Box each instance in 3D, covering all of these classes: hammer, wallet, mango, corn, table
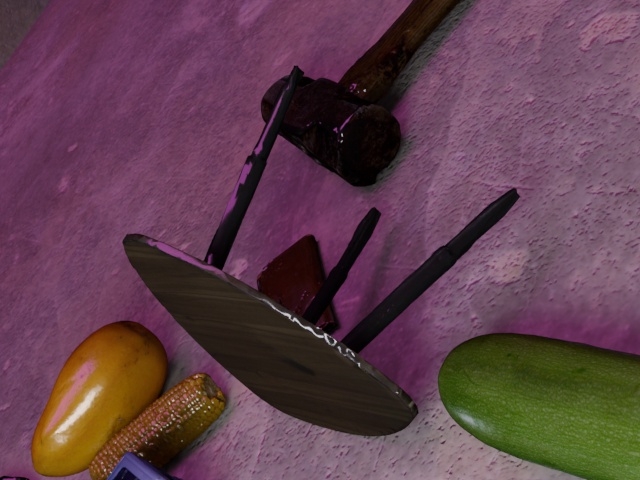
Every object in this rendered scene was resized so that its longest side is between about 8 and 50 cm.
[{"bbox_3d":[0.113,-0.257,1.590,0.409,0.095,0.242,-48,29,-6],"label":"hammer"},{"bbox_3d":[-0.031,0.068,1.463,0.095,0.026,0.176,-39,33,17],"label":"wallet"},{"bbox_3d":[-0.274,0.197,1.531,0.112,0.145,0.219,28,67,23],"label":"mango"},{"bbox_3d":[-0.194,0.230,1.463,0.207,0.068,0.068,-42,31,16],"label":"corn"},{"bbox_3d":[0.000,0.000,1.225,0.317,0.317,0.249,2,53,55],"label":"table"}]

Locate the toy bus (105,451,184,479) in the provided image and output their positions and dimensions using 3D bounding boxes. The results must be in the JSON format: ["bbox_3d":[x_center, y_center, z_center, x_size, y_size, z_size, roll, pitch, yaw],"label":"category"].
[{"bbox_3d":[-0.221,0.371,1.277,0.292,0.133,0.125,-56,31,-10],"label":"toy bus"}]

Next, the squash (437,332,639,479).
[{"bbox_3d":[0.216,0.134,0.977,0.395,0.107,0.107,9,64,56],"label":"squash"}]

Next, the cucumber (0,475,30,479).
[{"bbox_3d":[-0.461,0.381,1.687,0.220,0.046,0.070,-47,22,7],"label":"cucumber"}]
